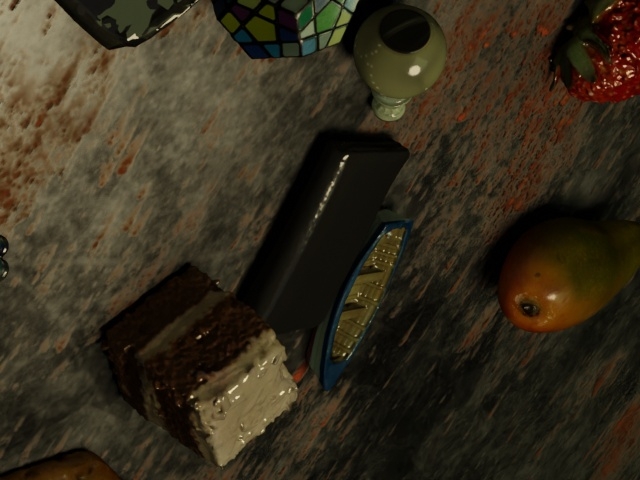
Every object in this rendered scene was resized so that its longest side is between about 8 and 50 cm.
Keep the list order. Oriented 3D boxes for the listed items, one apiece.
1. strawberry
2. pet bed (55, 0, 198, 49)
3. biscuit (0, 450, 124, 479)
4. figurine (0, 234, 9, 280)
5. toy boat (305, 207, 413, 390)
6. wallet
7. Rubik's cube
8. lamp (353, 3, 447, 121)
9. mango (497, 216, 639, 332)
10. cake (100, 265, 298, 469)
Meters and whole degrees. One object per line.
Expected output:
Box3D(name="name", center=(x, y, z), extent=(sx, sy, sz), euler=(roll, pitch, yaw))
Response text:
Box3D(name="strawberry", center=(0.365, -0.216, 2.043), extent=(0.228, 0.098, 0.174), euler=(13, 114, -57))
Box3D(name="pet bed", center=(-0.130, -0.261, 1.257), extent=(0.211, 0.159, 0.183), euler=(-43, 117, 2))
Box3D(name="biscuit", center=(-0.327, 0.365, 1.816), extent=(0.359, 0.046, 0.359), euler=(-34, 145, -28))
Box3D(name="figurine", center=(-0.298, 0.007, 1.423), extent=(0.136, 0.079, 0.077), euler=(15, 70, -53))
Box3D(name="toy boat", center=(0.036, 0.066, 1.969), extent=(0.080, 0.046, 0.229), euler=(-11, 133, -49))
Box3D(name="wallet", center=(0.000, 0.000, 1.851), extent=(0.149, 0.044, 0.250), euler=(-7, 129, -56))
Box3D(name="Rubik's cube", center=(-0.031, -0.215, 1.493), extent=(0.133, 0.133, 0.112), euler=(-22, 113, -40))
Box3D(name="lamp", center=(0.073, -0.165, 1.736), extent=(0.091, 0.091, 0.163), euler=(-39, 165, -19))
Box3D(name="mango", center=(0.317, 0.041, 2.237), extent=(0.289, 0.129, 0.146), euler=(-5, 118, -56))
Box3D(name="cake", center=(-0.115, 0.129, 1.731), extent=(0.134, 0.147, 0.135), euler=(-38, 150, -19))
